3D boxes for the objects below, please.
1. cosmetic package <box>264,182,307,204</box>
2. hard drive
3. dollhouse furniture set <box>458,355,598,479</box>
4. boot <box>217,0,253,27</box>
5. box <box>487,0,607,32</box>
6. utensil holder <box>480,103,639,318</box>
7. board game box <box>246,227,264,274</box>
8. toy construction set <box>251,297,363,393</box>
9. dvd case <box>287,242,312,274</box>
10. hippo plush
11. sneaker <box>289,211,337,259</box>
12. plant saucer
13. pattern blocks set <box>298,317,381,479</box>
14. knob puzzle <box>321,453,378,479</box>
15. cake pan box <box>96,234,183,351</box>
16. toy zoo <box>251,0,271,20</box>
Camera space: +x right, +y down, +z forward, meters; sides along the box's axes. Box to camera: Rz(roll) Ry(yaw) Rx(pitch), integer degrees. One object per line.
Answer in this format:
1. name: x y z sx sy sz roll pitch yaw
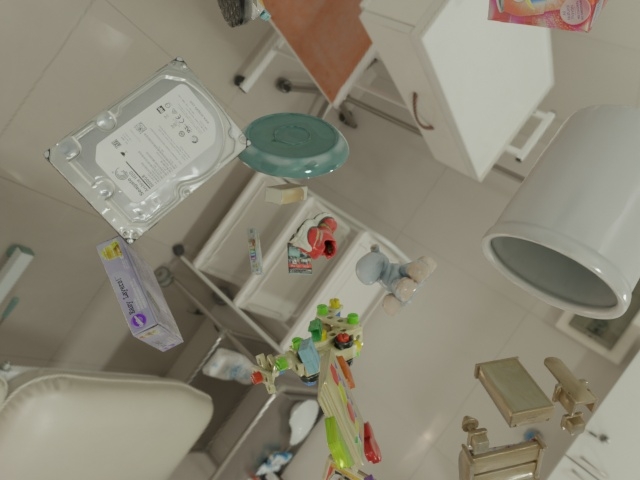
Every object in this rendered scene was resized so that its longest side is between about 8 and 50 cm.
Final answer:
1. cosmetic package: -0.093 -0.127 1.339 0.115 0.060 0.041 -17 117 -52
2. hard drive: -0.344 -0.187 1.021 0.339 0.064 0.236 -43 105 -17
3. dollhouse furniture set: 0.485 0.488 1.254 0.304 0.173 0.355 -8 120 -7
4. boot: -0.091 -0.589 0.945 0.223 0.118 0.337 -14 122 -32
5. box: 0.366 -0.441 0.701 0.300 0.142 0.154 -51 149 -30
6. utensil holder: 0.616 -0.068 1.145 0.385 0.328 0.327 -54 148 -12
7. board game box: -0.226 0.041 1.716 0.026 0.153 0.103 -9 170 2
8. toy construction set: -0.024 0.271 1.261 0.328 0.215 0.151 -29 119 -25
9. dvd case: -0.076 0.065 1.782 0.087 0.119 0.013 3 157 -19
10. hippo plush: 0.260 0.103 1.777 0.234 0.237 0.294 -57 164 19
11. sneaker: 0.000 0.000 1.416 0.107 0.118 0.279 -48 175 20
12. plant saucer: -0.077 -0.276 1.357 0.318 0.318 0.043 -29 141 -33
13. pattern blocks set: 0.038 0.301 0.883 0.026 0.324 0.285 -21 -179 9
14. knob puzzle: 0.069 0.537 0.967 0.030 0.213 0.213 -29 142 -55
15. cake pan box: -0.440 0.141 1.231 0.070 0.245 0.267 -25 164 -10
16. toy zoo: -0.239 -0.716 1.333 0.030 0.192 0.293 -32 129 19
